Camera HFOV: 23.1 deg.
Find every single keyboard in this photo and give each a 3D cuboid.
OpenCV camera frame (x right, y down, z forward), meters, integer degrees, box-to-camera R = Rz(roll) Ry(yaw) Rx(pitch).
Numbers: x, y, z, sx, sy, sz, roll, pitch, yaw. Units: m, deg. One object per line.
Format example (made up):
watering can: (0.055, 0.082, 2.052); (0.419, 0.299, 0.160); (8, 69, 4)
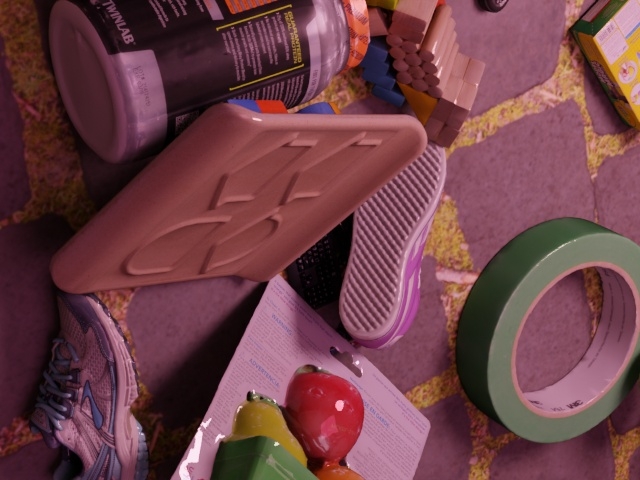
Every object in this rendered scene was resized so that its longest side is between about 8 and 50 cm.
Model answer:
keyboard: (0.000, 0.000, 1.969); (0.100, 0.038, 0.192); (-27, 123, -23)

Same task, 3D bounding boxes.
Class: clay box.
clay box: (0.443, -0.250, 2.156); (0.127, 0.053, 0.222); (-46, 129, -10)

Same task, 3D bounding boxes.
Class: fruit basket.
fruit basket: (-0.022, 0.270, 1.933); (0.327, 0.165, 0.353); (44, 43, -25)

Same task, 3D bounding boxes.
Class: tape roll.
tape roll: (0.343, 0.129, 2.231); (0.321, 0.077, 0.321); (-13, 116, -29)

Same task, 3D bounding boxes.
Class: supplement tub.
supplement tub: (-0.117, -0.215, 1.700); (0.316, 0.193, 0.194); (-21, 119, -25)

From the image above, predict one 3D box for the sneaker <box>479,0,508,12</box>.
sneaker: (0.252, -0.362, 1.956); (0.051, 0.089, 0.170); (3, 107, -35)

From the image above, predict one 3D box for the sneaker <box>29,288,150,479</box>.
sneaker: (-0.277, 0.183, 1.813); (0.122, 0.110, 0.283); (-20, 119, -23)

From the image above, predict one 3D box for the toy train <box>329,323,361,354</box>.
toy train: (0.041, 0.126, 2.057); (0.158, 0.027, 0.036); (-19, 129, -28)

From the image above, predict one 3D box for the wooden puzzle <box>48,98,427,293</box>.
wooden puzzle: (-0.093, -0.059, 1.740); (0.322, 0.080, 0.348); (-40, 156, 31)

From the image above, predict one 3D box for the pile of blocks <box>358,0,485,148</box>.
pile of blocks: (0.093, -0.274, 1.888); (0.362, 0.149, 0.113); (62, 38, -42)

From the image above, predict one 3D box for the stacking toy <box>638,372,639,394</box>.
stacking toy: (0.559, 0.155, 2.370); (0.279, 0.130, 0.309); (20, 86, -38)

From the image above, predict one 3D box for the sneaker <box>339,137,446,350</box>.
sneaker: (0.097, 0.004, 2.016); (0.161, 0.102, 0.282); (47, 62, -69)
